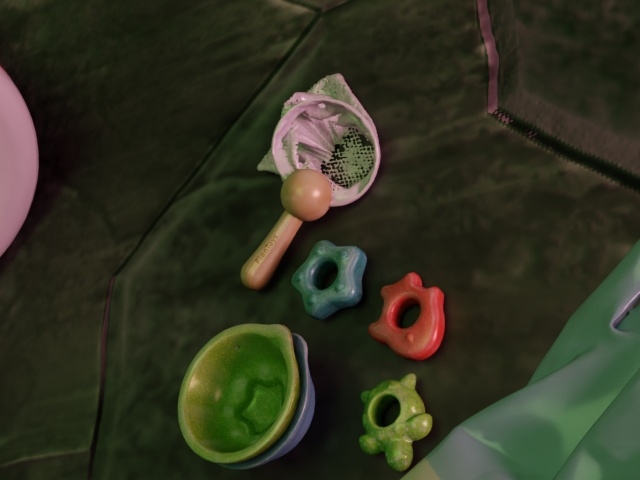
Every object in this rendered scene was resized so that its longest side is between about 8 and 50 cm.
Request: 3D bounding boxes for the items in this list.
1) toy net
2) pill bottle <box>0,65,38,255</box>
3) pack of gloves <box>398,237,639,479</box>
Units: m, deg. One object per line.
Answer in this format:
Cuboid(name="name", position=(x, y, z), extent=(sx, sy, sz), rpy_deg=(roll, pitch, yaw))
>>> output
Cuboid(name="toy net", position=(0.000, 0.000, 0.504), extent=(0.122, 0.045, 0.232), rpy_deg=(-13, 58, 31))
Cuboid(name="pill bottle", position=(-0.364, -0.118, 0.730), extent=(0.210, 0.210, 0.363), rpy_deg=(-51, 47, 3))
Cuboid(name="pack of gloves", position=(0.099, 0.109, 0.280), extent=(0.232, 0.046, 0.195), rpy_deg=(-45, 36, 2))
